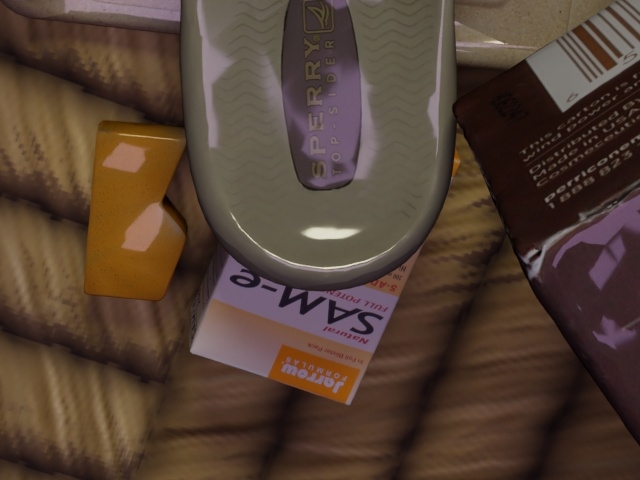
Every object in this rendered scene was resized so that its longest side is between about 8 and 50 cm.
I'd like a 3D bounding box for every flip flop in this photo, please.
[{"bbox_3d":[-0.011,-0.121,0.577,0.112,0.080,0.277,-4,94,4],"label":"flip flop"}]

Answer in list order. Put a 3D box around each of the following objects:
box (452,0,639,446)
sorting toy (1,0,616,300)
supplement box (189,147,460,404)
[{"bbox_3d":[0.164,0.015,0.531,0.168,0.167,0.203,-34,105,7],"label":"box"},{"bbox_3d":[0.006,-0.120,0.646,0.229,0.041,0.307,5,106,-4],"label":"sorting toy"},{"bbox_3d":[0.000,0.000,0.658,0.062,0.036,0.098,19,110,-11],"label":"supplement box"}]
